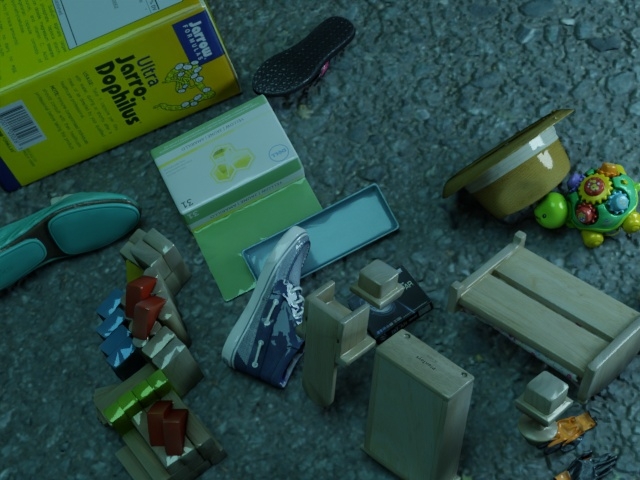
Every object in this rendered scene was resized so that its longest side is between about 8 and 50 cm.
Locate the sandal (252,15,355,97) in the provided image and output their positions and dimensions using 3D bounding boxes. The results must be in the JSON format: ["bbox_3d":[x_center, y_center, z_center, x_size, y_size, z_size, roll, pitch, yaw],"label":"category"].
[{"bbox_3d":[-0.019,-0.239,2.028,0.067,0.040,0.179,36,59,23],"label":"sandal"}]

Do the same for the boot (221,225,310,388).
[{"bbox_3d":[-0.039,0.082,1.812,0.086,0.069,0.190,25,86,19],"label":"boot"}]

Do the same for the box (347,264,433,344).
[{"bbox_3d":[0.084,0.077,1.818,0.083,0.018,0.067,-33,58,-6],"label":"box"}]

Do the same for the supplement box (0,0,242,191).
[{"bbox_3d":[-0.317,-0.251,2.011,0.356,0.195,0.194,-23,57,0],"label":"supplement box"}]

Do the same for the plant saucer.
[{"bbox_3d":[0.000,0.000,1.876,0.192,0.018,0.067,-27,78,-3],"label":"plant saucer"}]

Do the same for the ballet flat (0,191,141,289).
[{"bbox_3d":[-0.356,-0.015,1.949,0.247,0.083,0.087,-26,43,-4],"label":"ballet flat"}]

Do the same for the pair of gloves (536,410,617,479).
[{"bbox_3d":[0.286,0.235,1.678,0.074,0.010,0.083,-24,58,-2],"label":"pair of gloves"}]

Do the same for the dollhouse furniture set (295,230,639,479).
[{"bbox_3d":[0.197,0.117,1.748,0.303,0.174,0.355,33,48,28],"label":"dollhouse furniture set"}]

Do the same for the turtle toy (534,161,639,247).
[{"bbox_3d":[0.322,-0.046,1.803,0.130,0.066,0.095,-21,56,14],"label":"turtle toy"}]

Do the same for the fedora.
[{"bbox_3d":[0.240,-0.084,1.817,0.194,0.194,0.079,-33,91,-7],"label":"fedora"}]

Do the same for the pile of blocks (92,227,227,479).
[{"bbox_3d":[-0.220,0.131,1.805,0.149,0.112,0.362,-16,57,4],"label":"pile of blocks"}]

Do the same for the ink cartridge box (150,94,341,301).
[{"bbox_3d":[-0.098,-0.058,1.925,0.171,0.056,0.235,-27,55,-3],"label":"ink cartridge box"}]
